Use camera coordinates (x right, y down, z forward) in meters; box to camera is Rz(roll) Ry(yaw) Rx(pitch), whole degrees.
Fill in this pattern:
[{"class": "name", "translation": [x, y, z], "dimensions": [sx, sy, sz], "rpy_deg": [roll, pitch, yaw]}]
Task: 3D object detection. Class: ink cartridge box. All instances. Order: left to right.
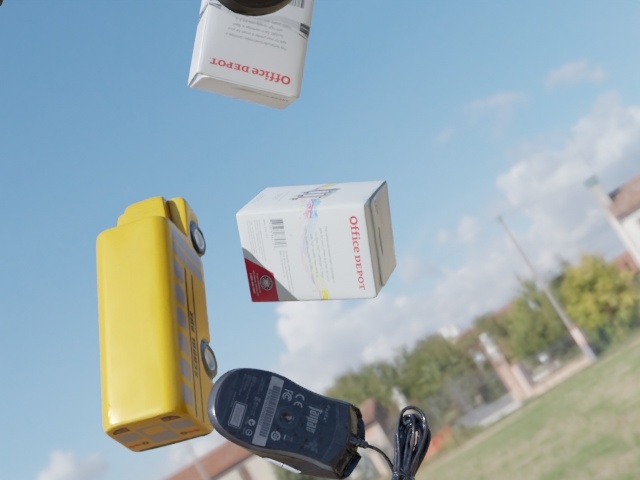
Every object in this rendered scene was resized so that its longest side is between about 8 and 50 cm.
[{"class": "ink cartridge box", "translation": [-0.094, -0.300, 1.473], "dimensions": [0.148, 0.203, 0.086], "rpy_deg": [12, -9, -17]}, {"class": "ink cartridge box", "translation": [0.000, 0.000, 1.393], "dimensions": [0.176, 0.128, 0.127], "rpy_deg": [-2, 17, 19]}]

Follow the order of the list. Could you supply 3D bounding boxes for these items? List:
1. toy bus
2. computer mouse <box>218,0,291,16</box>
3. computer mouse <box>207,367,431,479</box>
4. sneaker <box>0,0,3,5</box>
[{"class": "toy bus", "translation": [-0.207, 0.089, 1.314], "dimensions": [0.108, 0.333, 0.130], "rpy_deg": [-17, -32, 12]}, {"class": "computer mouse", "translation": [-0.028, -0.337, 1.081], "dimensions": [0.272, 0.188, 0.072], "rpy_deg": [-49, 30, -15]}, {"class": "computer mouse", "translation": [-0.012, 0.256, 1.194], "dimensions": [0.262, 0.184, 0.060], "rpy_deg": [15, -29, -8]}, {"class": "sneaker", "translation": [-0.383, -0.199, 0.825], "dimensions": [0.262, 0.125, 0.104], "rpy_deg": [-16, -21, -8]}]
